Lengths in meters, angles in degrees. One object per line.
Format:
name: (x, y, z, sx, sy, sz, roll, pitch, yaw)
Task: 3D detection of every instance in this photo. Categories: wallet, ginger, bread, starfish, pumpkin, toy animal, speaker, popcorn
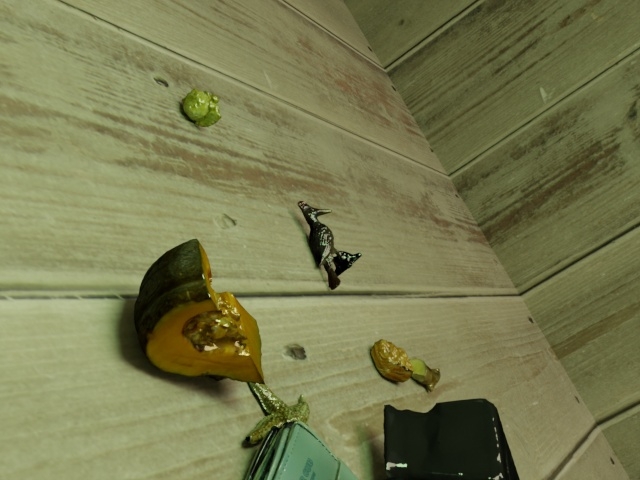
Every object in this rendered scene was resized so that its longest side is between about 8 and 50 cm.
wallet: (0.001, 0.376, 1.083, 0.250, 0.075, 0.176, 49, 35, -18)
ginger: (0.230, 0.294, 1.799, 0.137, 0.044, 0.057, 34, 11, -49)
bread: (0.146, 0.246, 1.674, 0.111, 0.044, 0.083, 31, 30, -44)
starfish: (-0.054, 0.266, 1.200, 0.217, 0.050, 0.223, 49, 15, 2)
pumpkin: (-0.165, 0.114, 1.079, 0.131, 0.126, 0.248, 64, 1, 43)
toy animal: (0.008, 0.003, 1.705, 0.105, 0.070, 0.202, -17, 77, -50)
speaker: (0.256, 0.443, 1.460, 0.180, 0.184, 0.388, -85, 156, -48)
popcorn: (-0.228, -0.251, 1.561, 0.083, 0.059, 0.068, 41, 43, 3)

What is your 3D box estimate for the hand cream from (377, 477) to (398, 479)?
hand cream: (0.174, 0.524, 1.310, 0.111, 0.070, 0.312, 19, 34, -57)
